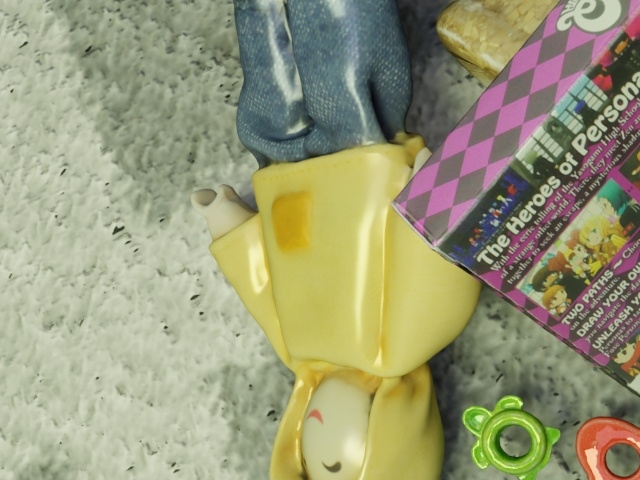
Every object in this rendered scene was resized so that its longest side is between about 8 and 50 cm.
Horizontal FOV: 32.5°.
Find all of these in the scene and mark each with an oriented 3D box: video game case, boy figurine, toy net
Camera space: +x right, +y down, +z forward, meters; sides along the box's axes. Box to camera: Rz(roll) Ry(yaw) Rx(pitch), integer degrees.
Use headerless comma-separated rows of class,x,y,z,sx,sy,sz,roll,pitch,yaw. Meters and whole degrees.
video game case,0.172,-0.047,0.431,0.232,0.210,0.042,-51,38,8
boy figurine,0.000,0.000,0.511,0.177,0.092,0.285,2,101,47
toy net,0.166,0.153,0.495,0.232,0.045,0.122,16,89,15

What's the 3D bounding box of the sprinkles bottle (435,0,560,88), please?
sprinkles bottle,0.204,-0.191,0.464,0.121,0.121,0.355,42,98,15
